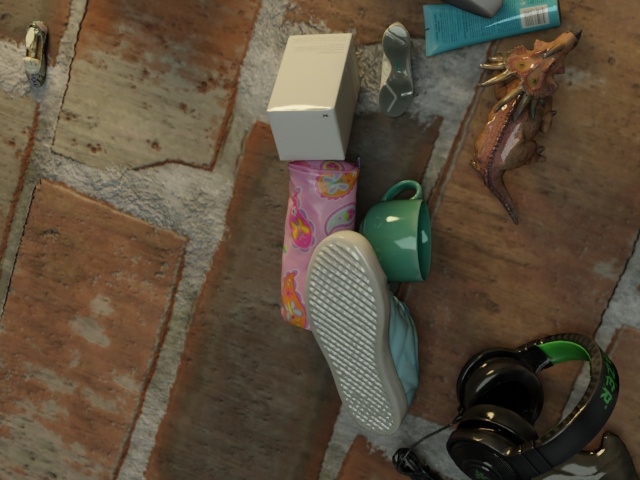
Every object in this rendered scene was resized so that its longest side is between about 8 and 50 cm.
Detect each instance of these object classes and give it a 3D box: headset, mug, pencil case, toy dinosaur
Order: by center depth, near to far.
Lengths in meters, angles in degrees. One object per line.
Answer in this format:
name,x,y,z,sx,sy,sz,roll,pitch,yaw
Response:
toy dinosaur,0.278,-0.169,1.320,0.127,0.200,0.295,15,102,11
headset,0.284,0.293,1.388,0.394,0.243,0.185,-30,110,30
mug,0.118,-0.007,1.430,0.097,0.157,0.129,-1,122,16
pencil case,0.000,0.000,1.436,0.124,0.124,0.284,6,107,12

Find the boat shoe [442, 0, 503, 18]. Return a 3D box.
boat shoe,0.144,-0.482,1.351,0.367,0.136,0.156,37,99,18

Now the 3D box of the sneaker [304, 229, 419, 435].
sneaker,0.075,0.121,1.400,0.135,0.150,0.365,7,126,26

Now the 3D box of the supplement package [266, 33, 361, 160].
supplement package,-0.006,-0.220,1.381,0.105,0.179,0.105,1,139,13

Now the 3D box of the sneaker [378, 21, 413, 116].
sneaker,0.122,-0.269,1.423,0.054,0.061,0.152,5,118,5

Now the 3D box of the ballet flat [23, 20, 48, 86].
ballet flat,-0.498,-0.324,1.566,0.041,0.041,0.114,10,100,12

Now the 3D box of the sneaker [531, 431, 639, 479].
sneaker,0.360,0.382,1.443,0.286,0.109,0.130,-17,84,8

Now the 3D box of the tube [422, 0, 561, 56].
tube,0.260,-0.337,1.382,0.207,0.052,0.080,-5,85,19
